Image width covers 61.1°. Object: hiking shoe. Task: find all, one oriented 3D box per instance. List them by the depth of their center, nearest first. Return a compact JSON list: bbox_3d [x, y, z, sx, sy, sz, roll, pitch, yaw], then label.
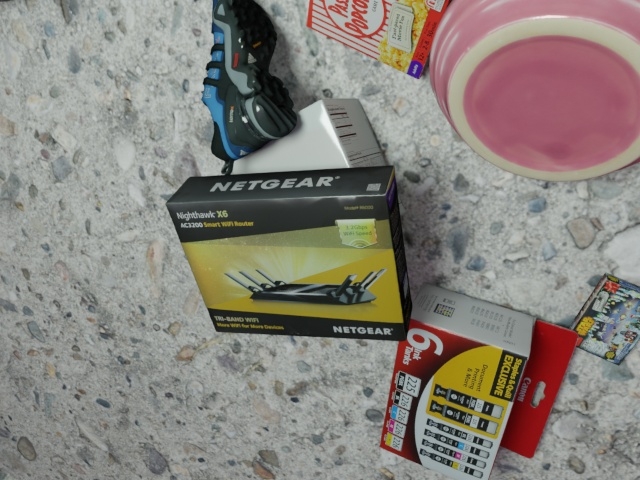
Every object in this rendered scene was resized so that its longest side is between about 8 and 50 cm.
[{"bbox_3d":[-0.135,-0.256,0.803,0.132,0.113,0.304,-30,57,29],"label":"hiking shoe"}]

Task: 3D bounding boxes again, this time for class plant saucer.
[{"bbox_3d":[0.291,-0.188,0.674,0.332,0.084,0.332,20,150,12],"label":"plant saucer"}]

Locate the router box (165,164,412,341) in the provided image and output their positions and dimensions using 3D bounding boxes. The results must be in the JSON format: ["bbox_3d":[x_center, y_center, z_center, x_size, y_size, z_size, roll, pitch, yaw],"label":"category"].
[{"bbox_3d":[-0.035,0.025,0.777,0.309,0.081,0.243,-1,124,19],"label":"router box"}]

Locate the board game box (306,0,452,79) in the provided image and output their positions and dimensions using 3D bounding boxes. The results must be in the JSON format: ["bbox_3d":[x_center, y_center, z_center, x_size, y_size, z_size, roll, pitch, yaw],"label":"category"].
[{"bbox_3d":[0.080,-0.330,0.760,0.193,0.045,0.147,28,153,8],"label":"board game box"}]

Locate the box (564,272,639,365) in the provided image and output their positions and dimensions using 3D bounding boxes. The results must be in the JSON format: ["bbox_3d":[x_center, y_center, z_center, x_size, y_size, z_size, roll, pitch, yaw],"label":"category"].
[{"bbox_3d":[0.472,0.129,0.877,0.094,0.027,0.137,24,122,11],"label":"box"}]

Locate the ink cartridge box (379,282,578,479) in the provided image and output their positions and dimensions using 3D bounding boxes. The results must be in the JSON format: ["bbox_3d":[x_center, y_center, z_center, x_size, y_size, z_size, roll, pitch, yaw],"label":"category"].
[{"bbox_3d":[0.268,0.267,0.955,0.272,0.130,0.309,16,120,21],"label":"ink cartridge box"}]

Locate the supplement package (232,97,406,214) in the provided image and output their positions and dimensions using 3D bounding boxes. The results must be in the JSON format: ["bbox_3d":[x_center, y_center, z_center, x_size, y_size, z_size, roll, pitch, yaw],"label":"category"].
[{"bbox_3d":[-0.005,-0.092,0.869,0.194,0.149,0.203,-21,94,29],"label":"supplement package"}]
